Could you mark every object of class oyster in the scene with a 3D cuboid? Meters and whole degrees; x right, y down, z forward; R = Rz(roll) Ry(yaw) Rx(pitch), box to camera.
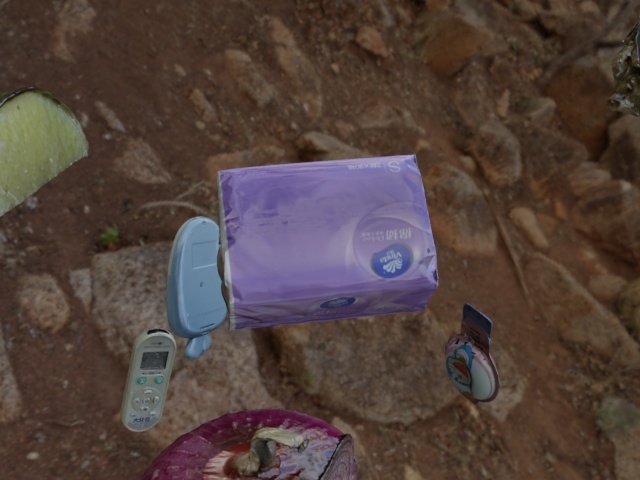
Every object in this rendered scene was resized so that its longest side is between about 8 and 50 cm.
[{"bbox_3d":[0.637,-0.367,1.346,0.221,0.361,0.096,63,4,21],"label":"oyster"}]

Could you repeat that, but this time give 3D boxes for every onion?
[{"bbox_3d":[-0.094,0.306,0.878,0.256,0.230,0.273,-8,104,-71],"label":"onion"}]

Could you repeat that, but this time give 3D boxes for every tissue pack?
[{"bbox_3d":[0.000,0.000,1.238,0.160,0.338,0.242,105,-22,-65],"label":"tissue pack"}]

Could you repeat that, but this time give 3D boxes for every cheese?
[{"bbox_3d":[0.367,0.279,1.849,0.189,0.074,0.286,38,-39,41],"label":"cheese"}]

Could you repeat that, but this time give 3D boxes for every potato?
[{"bbox_3d":[-0.435,-0.095,0.854,0.269,0.255,0.112,-71,153,-69],"label":"potato"}]

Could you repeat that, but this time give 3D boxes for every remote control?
[{"bbox_3d":[-0.323,0.260,1.435,0.078,0.221,0.042,4,23,-28],"label":"remote control"}]

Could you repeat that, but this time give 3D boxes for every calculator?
[{"bbox_3d":[-0.256,0.101,1.625,0.188,0.042,0.303,-14,105,-61],"label":"calculator"}]
